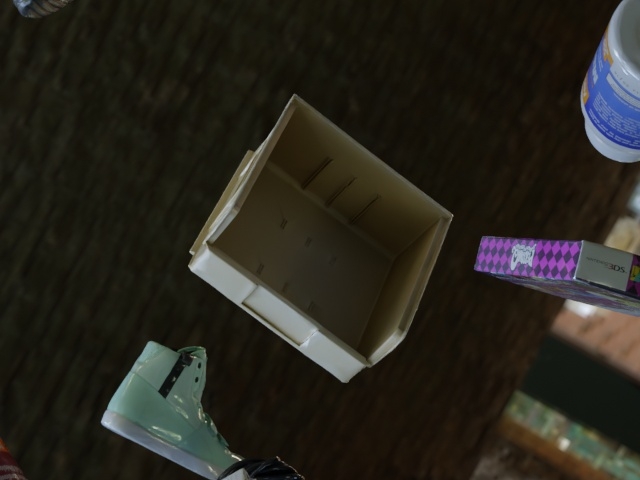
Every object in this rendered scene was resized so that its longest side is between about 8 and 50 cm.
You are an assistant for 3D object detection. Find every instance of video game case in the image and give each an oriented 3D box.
[{"bbox_3d":[0.280,0.041,1.381,0.210,0.042,0.232,15,177,-15],"label":"video game case"}]

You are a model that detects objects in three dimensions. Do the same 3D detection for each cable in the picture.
[{"bbox_3d":[-0.081,0.346,1.924,0.150,0.184,0.047,13,-141,-14],"label":"cable"}]

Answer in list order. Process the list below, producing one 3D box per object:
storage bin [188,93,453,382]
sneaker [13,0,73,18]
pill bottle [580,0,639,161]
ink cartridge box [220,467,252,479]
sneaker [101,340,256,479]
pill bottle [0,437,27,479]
[{"bbox_3d":[0.000,0.000,1.868,0.262,0.123,0.260,37,-138,-10],"label":"storage bin"},{"bbox_3d":[-0.257,-0.402,1.678,0.146,0.330,0.122,39,179,4],"label":"sneaker"},{"bbox_3d":[0.419,-0.203,1.920,0.152,0.152,0.272,30,162,8],"label":"pill bottle"},{"bbox_3d":[-0.129,0.406,1.790,0.206,0.208,0.045,59,-173,-20],"label":"ink cartridge box"},{"bbox_3d":[-0.154,0.227,1.968,0.256,0.151,0.094,35,167,-37],"label":"sneaker"},{"bbox_3d":[-0.450,0.449,2.014,0.392,0.224,0.224,52,-174,20],"label":"pill bottle"}]
